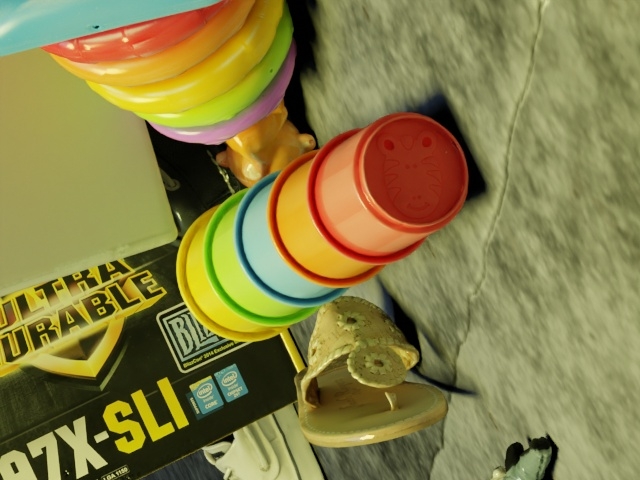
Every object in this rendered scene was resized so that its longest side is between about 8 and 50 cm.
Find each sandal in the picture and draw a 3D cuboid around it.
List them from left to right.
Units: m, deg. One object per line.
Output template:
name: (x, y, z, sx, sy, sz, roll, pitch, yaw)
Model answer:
sandal: (0.015, 0.074, 1.164, 0.240, 0.088, 0.079, -167, 60, -81)

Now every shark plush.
shark plush: (0.123, 0.164, 1.044, 0.067, 0.073, 0.161, 35, 132, 27)

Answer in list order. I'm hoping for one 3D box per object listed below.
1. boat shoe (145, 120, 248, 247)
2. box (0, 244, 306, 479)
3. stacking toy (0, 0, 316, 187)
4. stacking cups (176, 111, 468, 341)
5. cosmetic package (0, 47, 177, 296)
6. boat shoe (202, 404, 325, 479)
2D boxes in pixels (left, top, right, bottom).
boat shoe: (-0.177, -0.079, 1.354, 0.302, 0.091, 0.114, 19, 141, 38)
box: (-0.204, 0.080, 1.477, 0.257, 0.322, 0.079, 65, 167, -1)
stacking toy: (-0.073, -0.118, 1.068, 0.302, 0.175, 0.166, 54, -151, -53)
stacking cups: (0.000, 0.000, 1.037, 0.096, 0.096, 0.316, 65, 160, -1)
cosmetic package: (-0.259, -0.190, 1.176, 0.230, 0.161, 0.453, -5, 101, 66)
boat shoe: (-0.065, 0.175, 1.615, 0.096, 0.088, 0.268, 37, 149, 62)
